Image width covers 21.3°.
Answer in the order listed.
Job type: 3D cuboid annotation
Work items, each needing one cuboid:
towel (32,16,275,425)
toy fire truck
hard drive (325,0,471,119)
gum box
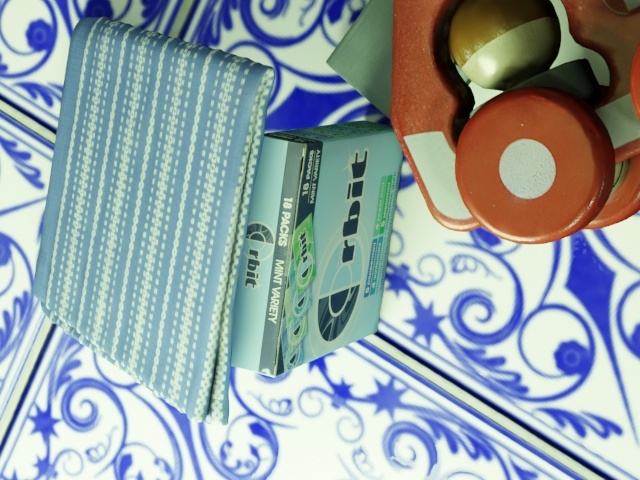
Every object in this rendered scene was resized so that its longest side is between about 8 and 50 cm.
[{"bbox_3d":[-0.124,-0.027,1.220,0.336,0.040,0.243,25,108,59],"label":"towel"},{"bbox_3d":[0.177,-0.145,1.095,0.302,0.169,0.254,-25,84,25],"label":"toy fire truck"},{"bbox_3d":[0.078,-0.151,1.219,0.094,0.022,0.135,42,111,15],"label":"hard drive"},{"bbox_3d":[0.000,0.000,1.183,0.041,0.184,0.157,13,102,21],"label":"gum box"}]
